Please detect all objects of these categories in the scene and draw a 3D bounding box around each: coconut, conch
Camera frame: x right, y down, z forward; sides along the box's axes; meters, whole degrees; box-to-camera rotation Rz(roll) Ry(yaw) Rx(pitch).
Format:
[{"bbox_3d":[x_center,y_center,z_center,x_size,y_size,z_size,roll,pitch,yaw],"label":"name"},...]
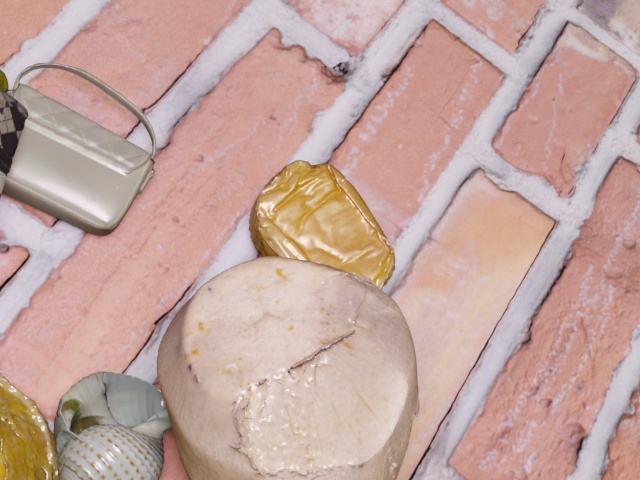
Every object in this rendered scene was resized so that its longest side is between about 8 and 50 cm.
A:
[{"bbox_3d":[-0.035,0.213,1.180,0.346,0.360,0.346,-5,48,5],"label":"coconut"},{"bbox_3d":[-0.284,0.282,1.198,0.172,0.131,0.200,37,23,19],"label":"conch"}]

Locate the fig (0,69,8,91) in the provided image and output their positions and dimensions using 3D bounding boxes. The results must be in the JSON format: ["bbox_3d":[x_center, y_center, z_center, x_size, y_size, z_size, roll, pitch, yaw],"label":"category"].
[{"bbox_3d":[-0.534,-0.201,1.306,0.093,0.093,0.166,28,66,-6],"label":"fig"}]

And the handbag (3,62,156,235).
[{"bbox_3d":[-0.374,-0.145,1.326,0.256,0.079,0.219,29,71,-11],"label":"handbag"}]

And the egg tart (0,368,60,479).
[{"bbox_3d":[-0.496,0.308,1.124,0.341,0.132,0.342,5,69,-14],"label":"egg tart"}]

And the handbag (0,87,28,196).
[{"bbox_3d":[-0.602,-0.025,1.157,0.316,0.180,0.416,6,69,17],"label":"handbag"}]

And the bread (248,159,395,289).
[{"bbox_3d":[0.000,0.000,1.371,0.179,0.133,0.250,-41,82,-24],"label":"bread"}]
